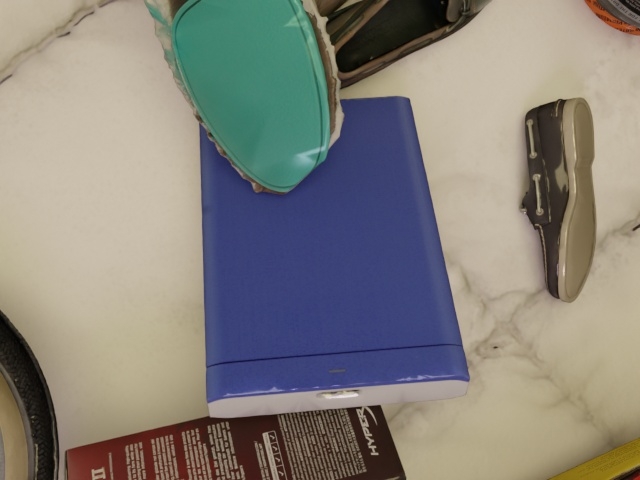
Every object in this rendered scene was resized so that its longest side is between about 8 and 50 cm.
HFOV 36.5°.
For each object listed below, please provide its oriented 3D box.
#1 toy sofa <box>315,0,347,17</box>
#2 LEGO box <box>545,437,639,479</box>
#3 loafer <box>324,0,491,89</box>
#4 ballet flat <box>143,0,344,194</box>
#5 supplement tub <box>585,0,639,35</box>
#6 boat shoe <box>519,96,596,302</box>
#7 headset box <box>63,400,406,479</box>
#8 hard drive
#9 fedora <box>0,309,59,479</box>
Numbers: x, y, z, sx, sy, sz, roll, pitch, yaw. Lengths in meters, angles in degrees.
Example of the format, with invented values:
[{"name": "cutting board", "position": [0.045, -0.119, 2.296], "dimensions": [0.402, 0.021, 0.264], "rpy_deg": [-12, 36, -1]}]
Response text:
[{"name": "toy sofa", "position": [0.076, -0.377, 0.931], "dimensions": [0.362, 0.177, 0.150], "rpy_deg": [-38, 90, -7]}, {"name": "LEGO box", "position": [0.383, 0.351, 0.827], "dimensions": [0.500, 0.193, 0.372], "rpy_deg": [-26, 91, 5]}, {"name": "loafer", "position": [0.102, -0.231, 0.959], "dimensions": [0.267, 0.084, 0.096], "rpy_deg": [-36, 109, -6]}, {"name": "ballet flat", "position": [-0.092, -0.242, 0.846], "dimensions": [0.147, 0.147, 0.409], "rpy_deg": [-29, 107, -8]}, {"name": "supplement tub", "position": [0.359, -0.307, 0.884], "dimensions": [0.193, 0.316, 0.194], "rpy_deg": [1, 84, -6]}, {"name": "boat shoe", "position": [0.238, -0.041, 0.987], "dimensions": [0.065, 0.075, 0.206], "rpy_deg": [1, 90, 37]}, {"name": "headset box", "position": [-0.077, 0.256, 0.833], "dimensions": [0.293, 0.218, 0.110], "rpy_deg": [-12, 42, -7]}, {"name": "hard drive", "position": [0.000, 0.000, 0.869], "dimensions": [0.210, 0.040, 0.319], "rpy_deg": [-4, 52, -3]}, {"name": "fedora", "position": [-0.382, 0.171, 0.787], "dimensions": [0.334, 0.152, 0.334], "rpy_deg": [-3, 83, 24]}]
